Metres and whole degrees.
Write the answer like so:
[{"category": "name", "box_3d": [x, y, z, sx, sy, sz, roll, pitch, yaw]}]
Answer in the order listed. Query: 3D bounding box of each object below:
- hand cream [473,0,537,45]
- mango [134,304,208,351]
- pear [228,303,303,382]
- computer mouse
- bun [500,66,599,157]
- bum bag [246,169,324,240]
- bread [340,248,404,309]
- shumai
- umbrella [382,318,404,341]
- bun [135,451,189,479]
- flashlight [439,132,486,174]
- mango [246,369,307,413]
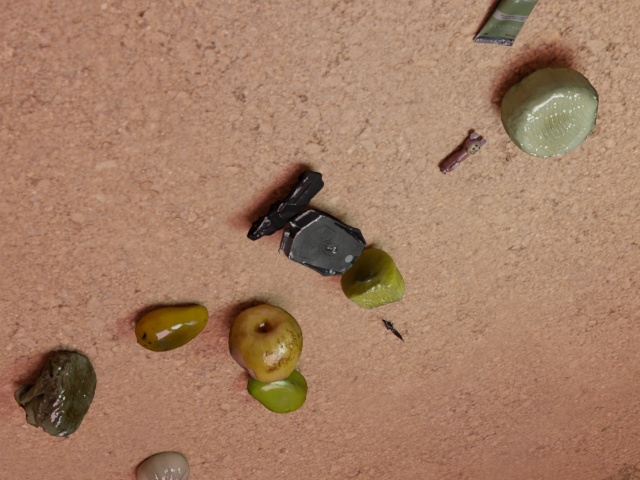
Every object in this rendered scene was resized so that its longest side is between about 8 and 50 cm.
[{"category": "hand cream", "box_3d": [0.359, -0.435, 1.727, 0.086, 0.055, 0.235, 2, 141, -24]}, {"category": "mango", "box_3d": [-0.311, 0.181, 2.058, 0.161, 0.076, 0.103, -18, 134, -20]}, {"category": "pear", "box_3d": [-0.119, 0.229, 2.131, 0.178, 0.178, 0.178, -14, 139, -12]}, {"category": "computer mouse", "box_3d": [0.000, -0.003, 2.003, 0.231, 0.071, 0.126, 22, 111, -44]}, {"category": "bun", "box_3d": [0.446, -0.258, 1.908, 0.195, 0.118, 0.195, -9, 135, -9]}, {"category": "bum bag", "box_3d": [-0.069, -0.070, 1.920, 0.198, 0.049, 0.087, -44, 156, 17]}, {"category": "bread", "box_3d": [0.116, 0.084, 2.128, 0.129, 0.111, 0.114, -13, 148, 20]}, {"category": "shumai", "box_3d": [-0.569, 0.319, 2.071, 0.142, 0.184, 0.184, 3, 142, 15]}, {"category": "umbrella", "box_3d": [0.176, 0.218, 2.377, 0.022, 0.022, 0.149, -61, 150, -13]}, {"category": "bun", "box_3d": [-0.393, 0.608, 2.469, 0.138, 0.094, 0.138, -16, 139, -15]}, {"category": "flashlight", "box_3d": [0.289, -0.173, 1.989, 0.110, 0.031, 0.052, -42, 137, 20]}, {"category": "mango", "box_3d": [-0.097, 0.354, 2.335, 0.117, 0.089, 0.163, -34, 138, 12]}]
